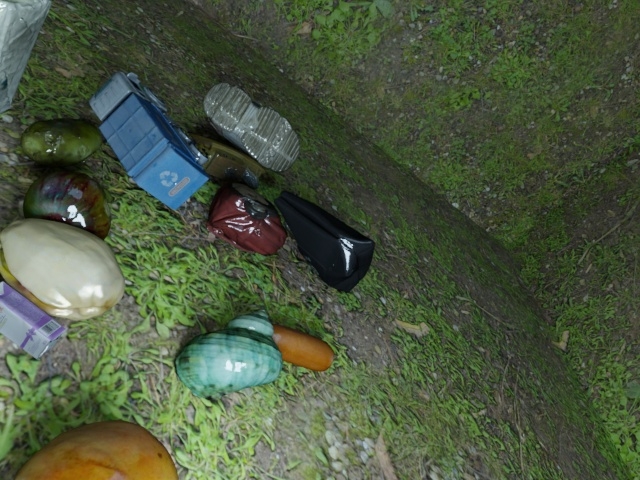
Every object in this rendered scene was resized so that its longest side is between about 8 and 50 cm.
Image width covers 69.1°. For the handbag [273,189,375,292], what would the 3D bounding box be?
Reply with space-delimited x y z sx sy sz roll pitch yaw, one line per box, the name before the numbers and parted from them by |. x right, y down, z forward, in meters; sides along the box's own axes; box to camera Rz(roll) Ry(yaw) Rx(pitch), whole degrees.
handbag | 0.000 0.000 1.275 0.288 0.152 0.342 40 -11 13

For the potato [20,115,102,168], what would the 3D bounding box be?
potato | -0.542 -0.214 0.994 0.117 0.090 0.225 31 21 -9

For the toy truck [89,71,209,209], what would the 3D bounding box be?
toy truck | -0.408 -0.244 1.114 0.367 0.146 0.175 50 6 20

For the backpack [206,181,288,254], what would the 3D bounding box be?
backpack | -0.181 -0.049 1.201 0.229 0.138 0.229 39 7 -6

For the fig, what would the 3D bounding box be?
fig | -0.447 -0.073 0.888 0.149 0.149 0.245 36 16 -13

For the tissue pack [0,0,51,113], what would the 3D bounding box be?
tissue pack | -0.732 -0.418 0.811 0.381 0.297 0.207 30 27 -21

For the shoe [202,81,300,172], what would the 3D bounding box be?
shoe | -0.227 -0.372 1.546 0.351 0.171 0.198 41 -5 -17

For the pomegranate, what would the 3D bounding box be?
pomegranate | -0.255 0.302 0.523 0.191 0.191 0.191 32 28 -20

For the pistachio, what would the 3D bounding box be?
pistachio | -0.414 0.047 0.749 0.201 0.117 0.145 34 42 -4

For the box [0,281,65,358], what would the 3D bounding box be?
box | -0.442 0.118 0.683 0.117 0.050 0.036 38 19 -6

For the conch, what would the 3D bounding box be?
conch | -0.155 0.209 0.867 0.176 0.121 0.188 21 20 11

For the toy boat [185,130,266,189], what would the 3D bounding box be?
toy boat | -0.295 -0.230 1.348 0.321 0.089 0.121 18 27 -44

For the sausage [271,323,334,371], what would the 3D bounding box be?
sausage | -0.057 0.232 1.013 0.198 0.076 0.076 25 31 -29
